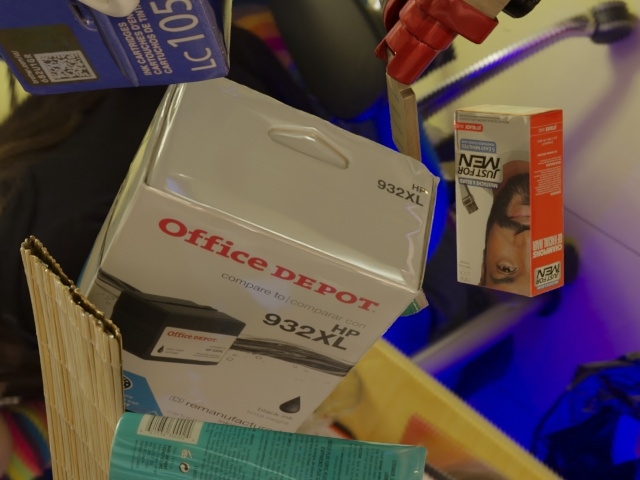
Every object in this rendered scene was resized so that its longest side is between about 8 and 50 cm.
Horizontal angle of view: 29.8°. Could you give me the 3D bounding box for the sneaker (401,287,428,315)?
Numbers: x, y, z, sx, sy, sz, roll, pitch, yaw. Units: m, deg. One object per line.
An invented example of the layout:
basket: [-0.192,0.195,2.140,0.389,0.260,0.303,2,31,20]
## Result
sneaker: [0.000,0.000,1.342,0.121,0.302,0.108,-38,32,12]

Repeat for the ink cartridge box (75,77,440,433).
ink cartridge box: [-0.074,0.034,0.994,0.307,0.223,0.129,126,161,-48]

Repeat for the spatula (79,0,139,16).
spatula: [-0.143,-0.132,0.244,0.242,0.168,0.019,27,70,10]

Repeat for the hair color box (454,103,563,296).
hair color box: [0.175,-0.039,1.119,0.093,0.053,0.167,11,109,47]

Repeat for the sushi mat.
sushi mat: [-0.192,0.163,0.977,0.151,0.019,0.316,37,136,41]

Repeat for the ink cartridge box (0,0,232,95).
ink cartridge box: [-0.146,-0.276,0.729,0.151,0.270,0.395,-3,60,10]

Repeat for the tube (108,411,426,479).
tube: [-0.035,0.154,0.802,0.207,0.052,0.080,8,48,4]

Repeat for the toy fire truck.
toy fire truck: [0.098,-0.219,1.175,0.246,0.158,0.217,-50,30,26]
